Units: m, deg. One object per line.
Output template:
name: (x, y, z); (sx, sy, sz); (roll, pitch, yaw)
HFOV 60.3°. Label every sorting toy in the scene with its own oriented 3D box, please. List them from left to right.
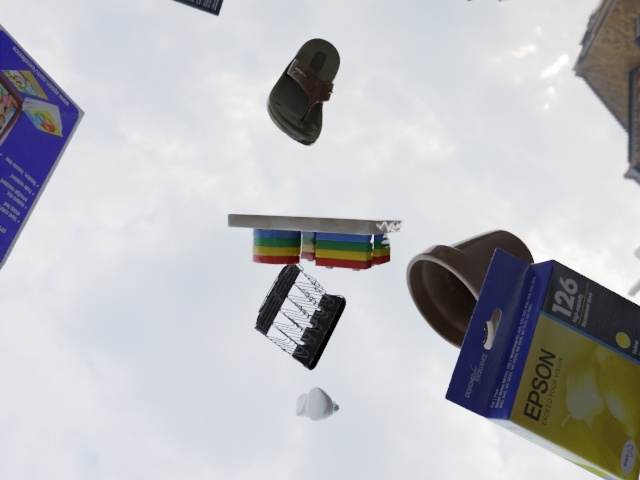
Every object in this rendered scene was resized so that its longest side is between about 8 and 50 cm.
sorting toy: (0.000, 0.000, 1.013); (0.255, 0.089, 0.257); (4, -176, 20)

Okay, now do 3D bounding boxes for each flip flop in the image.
flip flop: (-0.015, -0.284, 0.990); (0.112, 0.080, 0.277); (31, -127, -15)

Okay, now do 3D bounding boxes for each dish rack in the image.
dish rack: (-0.049, 0.179, 1.344); (0.074, 0.271, 0.208); (16, -111, 31)

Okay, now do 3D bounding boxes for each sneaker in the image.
sneaker: (0.010, 0.416, 1.384); (0.094, 0.212, 0.080); (16, -109, -14)

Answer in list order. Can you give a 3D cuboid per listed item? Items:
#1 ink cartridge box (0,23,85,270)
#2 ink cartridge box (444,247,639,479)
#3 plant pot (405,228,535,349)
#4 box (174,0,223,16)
ink cartridge box: (-0.280, -0.079, 0.376); (0.045, 0.206, 0.208); (0, -120, 20)
ink cartridge box: (0.400, 0.192, 0.916); (0.307, 0.072, 0.303); (28, -115, -3)
plant pot: (0.367, 0.093, 1.274); (0.229, 0.263, 0.263); (-31, -124, -23)
box: (-0.228, -0.407, 0.780); (0.158, 0.093, 0.156); (2, -147, -41)
